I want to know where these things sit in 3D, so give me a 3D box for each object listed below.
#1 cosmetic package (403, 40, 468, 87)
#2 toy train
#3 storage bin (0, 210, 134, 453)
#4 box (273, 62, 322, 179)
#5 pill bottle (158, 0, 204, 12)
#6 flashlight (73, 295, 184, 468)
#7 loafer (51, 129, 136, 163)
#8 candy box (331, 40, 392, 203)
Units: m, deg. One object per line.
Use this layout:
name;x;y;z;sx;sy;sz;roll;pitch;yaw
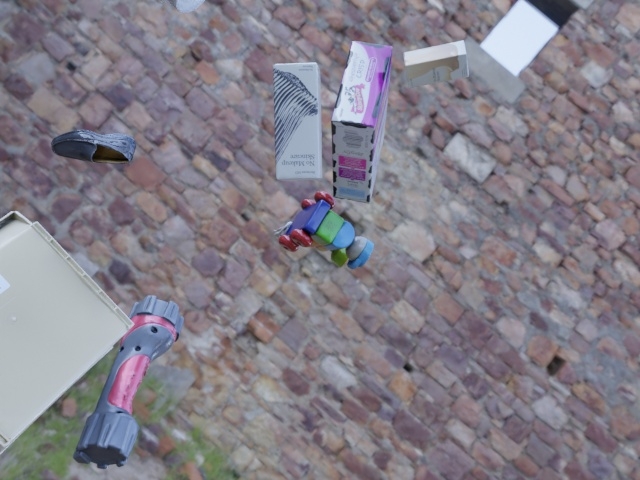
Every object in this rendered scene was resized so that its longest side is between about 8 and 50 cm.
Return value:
cosmetic package;0.218;-0.332;1.242;0.115;0.041;0.060;-10;-36;13
toy train;0.000;0.000;1.272;0.143;0.105;0.248;35;-16;-11
storage bin;-0.466;0.134;0.967;0.260;0.262;0.123;48;-45;-7
box;-0.054;-0.285;1.599;0.113;0.275;0.094;-2;4;4
pill bottle;-0.319;-0.558;1.314;0.215;0.117;0.117;48;-8;12
flashlight;-0.322;0.239;1.146;0.103;0.304;0.103;21;-49;-13
loafer;-0.472;-0.189;1.364;0.061;0.169;0.062;-101;-169;-47
candy box;0.067;-0.188;1.091;0.071;0.159;0.233;10;-25;8
